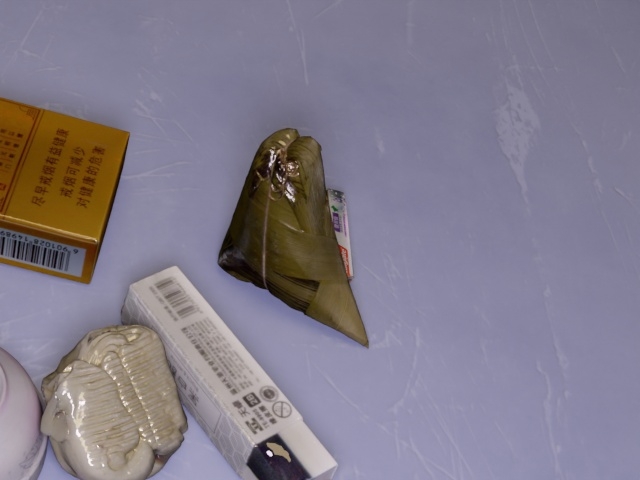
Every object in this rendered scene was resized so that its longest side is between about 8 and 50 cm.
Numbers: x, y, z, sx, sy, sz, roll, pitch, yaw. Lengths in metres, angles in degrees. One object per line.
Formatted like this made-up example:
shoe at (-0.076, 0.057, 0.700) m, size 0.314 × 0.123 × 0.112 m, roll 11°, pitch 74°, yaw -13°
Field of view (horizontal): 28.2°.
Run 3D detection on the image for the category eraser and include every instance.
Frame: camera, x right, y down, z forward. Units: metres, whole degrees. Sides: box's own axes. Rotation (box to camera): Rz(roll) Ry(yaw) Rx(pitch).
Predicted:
eraser at (-0.139, 0.217, 1.866) m, size 0.098 × 0.096 × 0.404 m, roll -23°, pitch 61°, yaw -36°

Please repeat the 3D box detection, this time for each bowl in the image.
bowl at (-0.502, 0.232, 1.691) m, size 0.287 × 0.144 × 0.287 m, roll 9°, pitch 48°, yaw -10°

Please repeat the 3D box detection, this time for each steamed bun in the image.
steamed bun at (-0.302, 0.239, 1.760) m, size 0.211 × 0.144 × 0.218 m, roll -21°, pitch 85°, yaw -48°

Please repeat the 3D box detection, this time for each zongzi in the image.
zongzi at (0.000, 0.000, 1.989) m, size 0.300 × 0.274 × 0.145 m, roll 37°, pitch 46°, yaw 13°

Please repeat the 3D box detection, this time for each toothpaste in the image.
toothpaste at (0.022, -0.002, 2.159) m, size 0.040 × 0.047 × 0.196 m, roll 17°, pitch 44°, yaw -24°

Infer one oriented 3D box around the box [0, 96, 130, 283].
box at (-0.531, -0.106, 2.007) m, size 0.415 × 0.116 × 0.264 m, roll 13°, pitch 48°, yaw -7°
